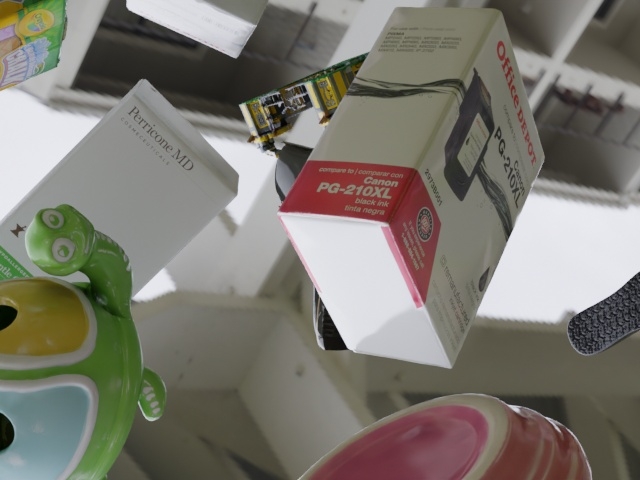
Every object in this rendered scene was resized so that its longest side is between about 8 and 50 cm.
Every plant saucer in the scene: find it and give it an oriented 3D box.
[{"bbox_3d":[0.075,0.242,1.040,0.084,0.332,0.332,59,-159,-12],"label":"plant saucer"}]

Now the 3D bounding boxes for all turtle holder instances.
[{"bbox_3d":[-0.312,0.144,1.268,0.227,0.320,0.243,15,-136,-48],"label":"turtle holder"}]

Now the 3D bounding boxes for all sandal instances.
[{"bbox_3d":[0.348,0.072,1.265,0.040,0.179,0.067,-5,-111,-47],"label":"sandal"}]

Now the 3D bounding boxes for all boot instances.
[{"bbox_3d":[0.000,0.000,1.162,0.077,0.198,0.137,7,-174,-41],"label":"boot"}]

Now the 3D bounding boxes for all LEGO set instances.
[{"bbox_3d":[0.049,-0.165,1.726,0.255,0.331,0.192,-28,-79,-34],"label":"LEGO set"}]

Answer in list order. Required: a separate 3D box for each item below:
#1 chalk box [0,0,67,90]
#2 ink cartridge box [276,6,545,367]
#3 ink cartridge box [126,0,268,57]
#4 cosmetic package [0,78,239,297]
[{"bbox_3d":[-0.266,-0.184,0.843,0.213,0.132,0.132,-29,-96,-21],"label":"chalk box"},{"bbox_3d":[0.083,-0.048,0.926,0.100,0.172,0.237,7,-128,31],"label":"ink cartridge box"},{"bbox_3d":[-0.141,-0.363,1.510,0.171,0.168,0.232,24,174,-10],"label":"ink cartridge box"},{"bbox_3d":[-0.300,-0.017,1.558,0.197,0.365,0.155,43,-171,-12],"label":"cosmetic package"}]
